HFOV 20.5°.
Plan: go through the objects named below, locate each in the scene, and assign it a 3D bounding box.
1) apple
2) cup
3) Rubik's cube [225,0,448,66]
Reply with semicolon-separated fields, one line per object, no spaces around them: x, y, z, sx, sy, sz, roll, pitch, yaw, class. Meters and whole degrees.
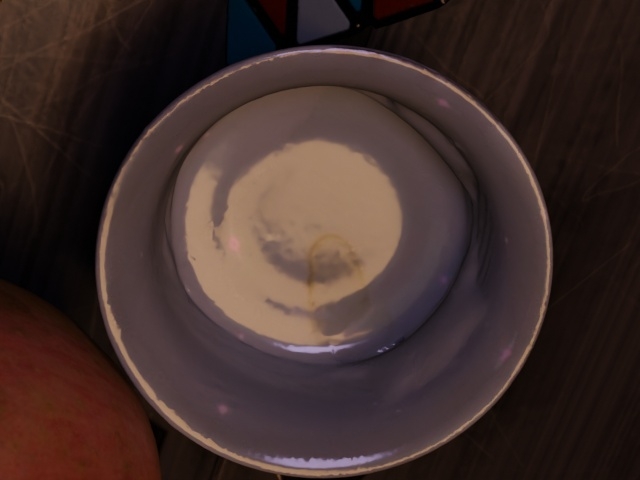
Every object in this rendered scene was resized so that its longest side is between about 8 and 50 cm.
-0.297;0.191;1.319;0.364;0.364;0.364;-10;122;-16;apple
0.000;0.000;1.408;0.347;0.163;0.347;-1;108;-3;cup
0.004;-0.275;1.286;0.284;0.250;0.234;-30;106;3;Rubik's cube
